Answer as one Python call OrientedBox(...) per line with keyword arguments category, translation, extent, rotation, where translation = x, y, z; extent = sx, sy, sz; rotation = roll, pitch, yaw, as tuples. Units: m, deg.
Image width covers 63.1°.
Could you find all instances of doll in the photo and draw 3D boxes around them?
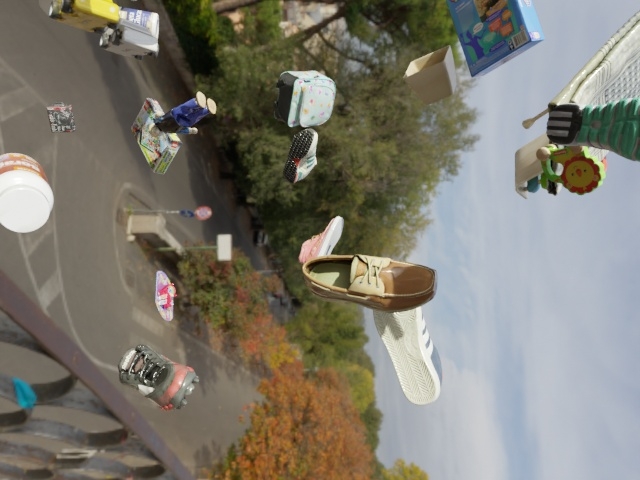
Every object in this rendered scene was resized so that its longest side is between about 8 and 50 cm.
OrientedBox(category="doll", translation=(-0.347, -0.297, 1.282), extent=(0.129, 0.189, 0.046), rotation=(24, 52, -59))

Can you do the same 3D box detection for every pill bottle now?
OrientedBox(category="pill bottle", translation=(-0.623, -0.097, 1.076), extent=(0.216, 0.121, 0.121), rotation=(36, -43, 50))
OrientedBox(category="pill bottle", translation=(-0.615, -0.700, 1.685), extent=(0.094, 0.169, 0.094), rotation=(-175, -90, -77))

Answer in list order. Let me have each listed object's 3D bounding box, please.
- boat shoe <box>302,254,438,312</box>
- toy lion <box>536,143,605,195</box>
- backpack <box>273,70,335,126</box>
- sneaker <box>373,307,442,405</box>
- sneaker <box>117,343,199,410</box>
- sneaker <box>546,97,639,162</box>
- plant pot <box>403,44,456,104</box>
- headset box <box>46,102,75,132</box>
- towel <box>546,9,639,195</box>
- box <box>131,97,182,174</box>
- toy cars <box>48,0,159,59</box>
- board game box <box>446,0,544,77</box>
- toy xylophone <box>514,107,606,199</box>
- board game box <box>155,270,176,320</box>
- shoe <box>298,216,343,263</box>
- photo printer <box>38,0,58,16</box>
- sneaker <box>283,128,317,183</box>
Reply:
OrientedBox(category="boat shoe", translation=(0.103, 0.092, 1.209), extent=(0.120, 0.324, 0.123), rotation=(49, 45, -55))
OrientedBox(category="toy lion", translation=(0.430, -0.123, 0.890), extent=(0.100, 0.034, 0.096), rotation=(-6, -77, 56))
OrientedBox(category="backpack", translation=(-0.036, -0.447, 1.644), extent=(0.188, 0.144, 0.166), rotation=(-25, 135, -44))
OrientedBox(category="sneaker", translation=(0.238, 0.256, 1.404), extent=(0.148, 0.131, 0.350), rotation=(8, 68, -67))
OrientedBox(category="sneaker", translation=(-0.357, 0.287, 1.108), extent=(0.276, 0.135, 0.098), rotation=(-8, -134, 55))
OrientedBox(category="sneaker", translation=(0.442, -0.161, 0.744), extent=(0.223, 0.098, 0.083), rotation=(37, -57, 57))
OrientedBox(category="plant pot", translation=(0.286, -0.409, 1.313), extent=(0.096, 0.109, 0.109), rotation=(58, 37, -26))
OrientedBox(category="headset box", translation=(-0.757, -0.360, 1.520), extent=(0.032, 0.062, 0.083), rotation=(-112, -160, -64))
OrientedBox(category="towel", translation=(0.591, -0.274, 1.089), extent=(0.056, 0.324, 0.312), rotation=(40, -9, 35))
OrientedBox(category="box", translation=(-0.463, -0.294, 1.462), extent=(0.114, 0.036, 0.207), rotation=(-52, -126, 24))
OrientedBox(category="toy cars", translation=(-0.454, -0.477, 1.127), extent=(0.394, 0.176, 0.087), rotation=(-66, 169, -84))
OrientedBox(category="board game box", translation=(0.347, -0.468, 1.065), extent=(0.160, 0.047, 0.210), rotation=(-19, -90, 59))
OrientedBox(category="toy xylophone", translation=(0.627, -0.250, 1.369), extent=(0.322, 0.081, 0.236), rotation=(-24, -129, 64))
OrientedBox(category="board game box", translation=(-0.500, 0.181, 1.724), extent=(0.133, 0.033, 0.169), rotation=(72, 7, -55))
OrientedBox(category="shoe", translation=(0.000, 0.000, 1.565), extent=(0.178, 0.081, 0.063), rotation=(-65, 152, -9))
OrientedBox(category="photo printer", translation=(-0.663, -0.794, 1.493), extent=(0.307, 0.107, 0.256), rotation=(-50, -171, -30))
OrientedBox(category="sneaker", translation=(-0.037, -0.217, 1.313), extent=(0.075, 0.057, 0.161), rotation=(-25, 151, -45))
